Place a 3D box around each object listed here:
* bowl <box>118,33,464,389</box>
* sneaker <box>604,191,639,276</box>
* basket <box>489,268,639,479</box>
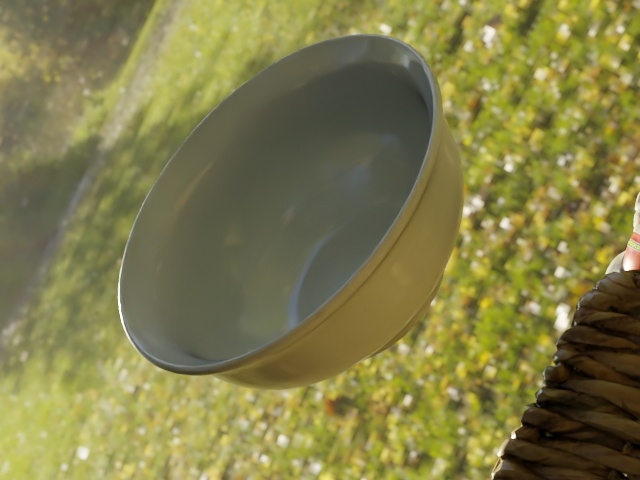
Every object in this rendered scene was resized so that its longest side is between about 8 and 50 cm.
[{"bbox_3d":[0.000,0.000,1.064,0.298,0.134,0.298,-27,41,26],"label":"bowl"},{"bbox_3d":[0.327,-0.029,1.204,0.279,0.107,0.118,-52,-16,-55],"label":"sneaker"},{"bbox_3d":[0.258,0.148,0.713,0.213,0.299,0.223,-64,-28,-6],"label":"basket"}]
